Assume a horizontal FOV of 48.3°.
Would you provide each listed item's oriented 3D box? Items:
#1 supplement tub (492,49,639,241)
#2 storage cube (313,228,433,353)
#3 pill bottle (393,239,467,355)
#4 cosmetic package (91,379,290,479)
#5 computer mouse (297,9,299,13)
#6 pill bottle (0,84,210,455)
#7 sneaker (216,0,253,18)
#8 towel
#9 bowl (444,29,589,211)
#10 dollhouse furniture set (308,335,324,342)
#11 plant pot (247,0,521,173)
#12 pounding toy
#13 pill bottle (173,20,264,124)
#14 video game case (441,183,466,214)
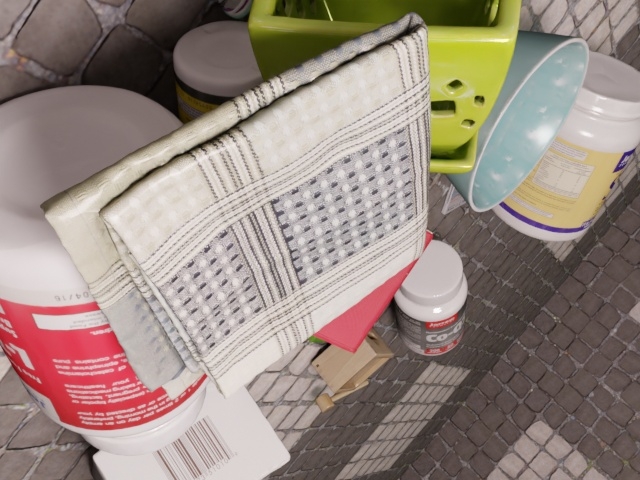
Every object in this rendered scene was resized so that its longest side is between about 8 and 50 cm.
[{"bbox_3d":[0.494,-0.190,1.439,0.241,0.241,0.331,-25,145,-37],"label":"supplement tub"},{"bbox_3d":[0.000,0.000,0.962,0.215,0.184,0.193,29,102,-21],"label":"storage cube"},{"bbox_3d":[0.241,0.129,1.570,0.161,0.161,0.283,-40,151,-15],"label":"pill bottle"},{"bbox_3d":[-0.210,0.334,1.059,0.217,0.156,0.385,-31,171,-24],"label":"cosmetic package"},{"bbox_3d":[-0.013,-0.324,0.783,0.071,0.041,0.242,-25,141,-16],"label":"computer mouse"},{"bbox_3d":[-0.224,0.062,0.757,0.229,0.229,0.408,-33,148,-27],"label":"pill bottle"},{"bbox_3d":[-0.077,-0.282,0.733,0.098,0.038,0.069,-52,153,7],"label":"sneaker"},{"bbox_3d":[-0.033,0.001,0.611,0.324,0.056,0.312,-31,148,-14],"label":"towel"},{"bbox_3d":[0.279,-0.220,1.170,0.311,0.163,0.312,-39,152,-25],"label":"bowl"},{"bbox_3d":[0.025,0.122,1.348,0.152,0.076,0.058,-52,153,8],"label":"dollhouse furniture set"},{"bbox_3d":[0.069,-0.196,0.712,0.207,0.228,0.227,85,14,-55],"label":"plant pot"},{"bbox_3d":[0.051,0.283,1.583,0.206,0.094,0.181,-44,158,12],"label":"pounding toy"},{"bbox_3d":[-0.099,-0.128,0.811,0.119,0.119,0.209,-31,148,-28],"label":"pill bottle"},{"bbox_3d":[0.301,-0.117,1.505,0.087,0.011,0.122,-27,146,-33],"label":"video game case"}]
